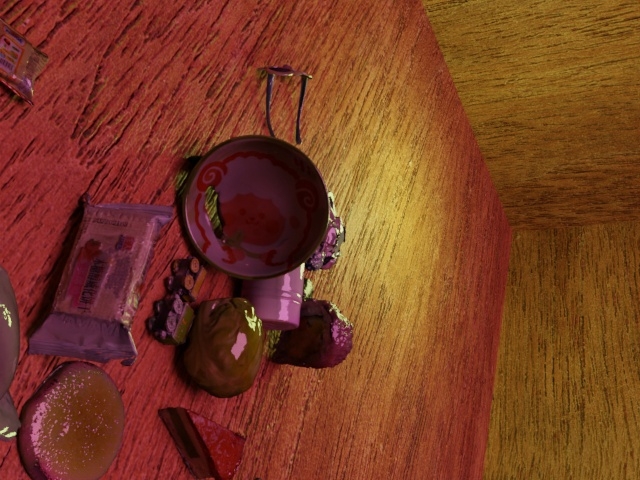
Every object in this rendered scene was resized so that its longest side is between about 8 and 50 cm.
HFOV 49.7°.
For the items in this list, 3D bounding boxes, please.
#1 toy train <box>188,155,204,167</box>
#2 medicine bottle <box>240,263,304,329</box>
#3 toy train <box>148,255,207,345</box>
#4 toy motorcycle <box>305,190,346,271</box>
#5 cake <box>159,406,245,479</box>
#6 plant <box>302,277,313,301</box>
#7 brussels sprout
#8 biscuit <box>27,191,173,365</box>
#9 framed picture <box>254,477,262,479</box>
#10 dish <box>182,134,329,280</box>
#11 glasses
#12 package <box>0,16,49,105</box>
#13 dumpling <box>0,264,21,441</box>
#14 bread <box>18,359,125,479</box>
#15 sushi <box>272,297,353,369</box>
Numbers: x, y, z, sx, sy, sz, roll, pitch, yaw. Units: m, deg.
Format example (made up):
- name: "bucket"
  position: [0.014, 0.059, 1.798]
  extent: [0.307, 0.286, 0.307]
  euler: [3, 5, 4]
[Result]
- name: "toy train"
  position: [-0.234, -0.170, 1.634]
  extent: [0.209, 0.044, 0.042]
  euler: [-3, 89, -60]
- name: "medicine bottle"
  position: [-0.115, 0.082, 1.687]
  extent: [0.152, 0.152, 0.254]
  euler: [30, 59, -55]
- name: "toy train"
  position: [-0.296, 0.126, 1.458]
  extent: [0.081, 0.060, 0.202]
  euler: [61, 36, -46]
- name: "toy motorcycle"
  position: [0.006, 0.000, 1.956]
  extent: [0.204, 0.108, 0.239]
  euler: [-57, 132, -48]
- name: "cake"
  position: [-0.254, 0.435, 1.444]
  extent: [0.220, 0.086, 0.117]
  euler: [46, 45, -49]
- name: "plant"
  position: [-0.068, 0.161, 1.826]
  extent: [0.143, 0.094, 0.092]
  euler: [-72, 158, -54]
- name: "brussels sprout"
  position: [-0.198, 0.232, 1.505]
  extent: [0.223, 0.161, 0.223]
  euler: [-7, 98, -60]
- name: "biscuit"
  position: [-0.376, 0.066, 1.219]
  extent: [0.079, 0.186, 0.309]
  euler: [92, 7, -59]
- name: "framed picture"
  position: [-0.158, 0.721, 1.623]
  extent: [0.189, 0.023, 0.260]
  euler: [65, 35, -30]
- name: "dish"
  position: [-0.145, -0.077, 1.575]
  extent: [0.124, 0.324, 0.324]
  euler: [-119, -162, -81]
- name: "glasses"
  position: [-0.076, -0.375, 1.904]
  extent: [0.189, 0.088, 0.221]
  euler: [-16, 99, -60]
- name: "package"
  position: [-0.518, -0.304, 1.177]
  extent: [0.108, 0.031, 0.121]
  euler: [44, 43, -49]
- name: "dumpling"
  position: [-0.528, 0.102, 0.939]
  extent: [0.211, 0.270, 0.321]
  euler: [-5, 114, -39]
- name: "bread"
  position: [-0.427, 0.328, 1.216]
  extent: [0.228, 0.033, 0.229]
  euler: [13, 75, -58]
- name: "sushi"
  position: [-0.014, 0.262, 1.727]
  extent: [0.107, 0.161, 0.241]
  euler: [9, 120, -46]
